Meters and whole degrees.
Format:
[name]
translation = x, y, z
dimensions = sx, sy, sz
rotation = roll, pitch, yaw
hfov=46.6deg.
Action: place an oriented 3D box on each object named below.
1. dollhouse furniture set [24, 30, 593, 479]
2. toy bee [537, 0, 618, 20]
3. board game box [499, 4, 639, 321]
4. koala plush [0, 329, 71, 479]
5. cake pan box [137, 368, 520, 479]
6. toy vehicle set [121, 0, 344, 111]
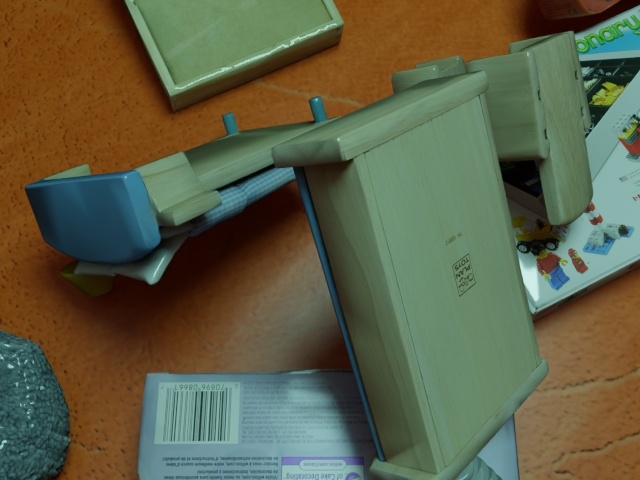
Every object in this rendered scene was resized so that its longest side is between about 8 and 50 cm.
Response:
[dollhouse furniture set]
translation = 0.000, 0.000, 0.540
dimensions = 0.286, 0.303, 0.198
rotation = -30, 112, -42
[toy bee]
translation = 0.301, -0.308, 0.653
dimensions = 0.298, 0.195, 0.162
rotation = -31, 110, -38
[board game box]
translation = 0.244, -0.081, 0.613
dimensions = 0.305, 0.053, 0.193
rotation = -25, 71, -11
[koala plush]
translation = -0.274, 0.102, 0.441
dimensions = 0.203, 0.221, 0.196
rotation = 1, 67, -1
[cake pan box]
translation = 0.000, 0.211, 0.485
dimensions = 0.266, 0.070, 0.246
rotation = -1, 66, -1
[toy vehicle set]
translation = -0.110, -0.267, 0.667
dimensions = 0.166, 0.035, 0.267
rotation = -24, 81, -10
